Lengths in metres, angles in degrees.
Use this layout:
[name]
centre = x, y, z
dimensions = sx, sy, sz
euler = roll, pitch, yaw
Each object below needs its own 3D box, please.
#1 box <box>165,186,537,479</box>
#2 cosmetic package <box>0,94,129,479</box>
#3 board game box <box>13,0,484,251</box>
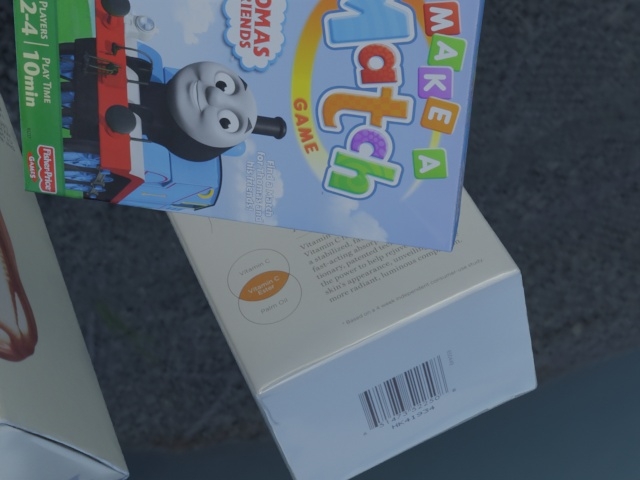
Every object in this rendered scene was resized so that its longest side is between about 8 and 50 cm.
[box]
centre = 0.000, 0.000, 1.107
dimensions = 0.215, 0.345, 0.168
euler = -25, 141, -5
[cosmetic package]
centre = -0.241, 0.030, 0.768
dimensions = 0.153, 0.296, 0.129
euler = -32, 149, 9
[board game box]
centre = -0.034, -0.085, 0.611
dimensions = 0.211, 0.039, 0.160
euler = 8, 120, 8
